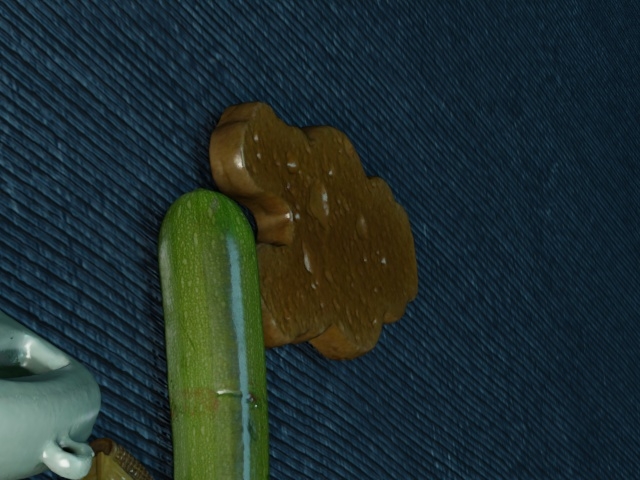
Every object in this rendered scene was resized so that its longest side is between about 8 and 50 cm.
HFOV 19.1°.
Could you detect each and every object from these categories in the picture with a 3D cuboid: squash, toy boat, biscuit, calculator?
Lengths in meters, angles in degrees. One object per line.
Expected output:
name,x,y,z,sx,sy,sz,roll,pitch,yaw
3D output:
squash,-0.066,0.078,1.188,0.066,0.066,0.228,28,55,-61
toy boat,-0.095,0.170,1.089,0.149,0.047,0.049,58,30,-38
biscuit,-0.003,0.001,1.402,0.295,0.044,0.186,21,63,-62
calculator,-0.191,0.026,0.752,0.045,0.246,0.141,-60,166,7
